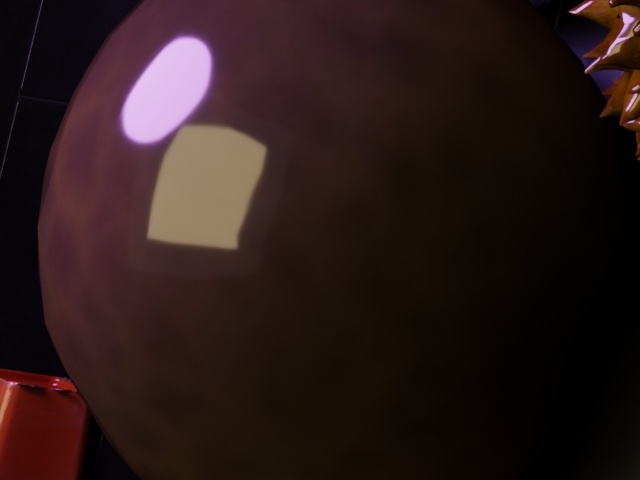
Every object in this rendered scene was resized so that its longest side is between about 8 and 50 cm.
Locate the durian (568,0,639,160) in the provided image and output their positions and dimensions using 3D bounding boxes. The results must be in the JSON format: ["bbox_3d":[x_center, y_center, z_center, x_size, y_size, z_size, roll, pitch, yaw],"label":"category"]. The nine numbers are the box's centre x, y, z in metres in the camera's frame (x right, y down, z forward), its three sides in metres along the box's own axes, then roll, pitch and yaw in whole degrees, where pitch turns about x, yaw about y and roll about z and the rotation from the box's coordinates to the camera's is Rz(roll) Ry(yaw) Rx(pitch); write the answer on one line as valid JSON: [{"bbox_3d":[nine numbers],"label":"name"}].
[{"bbox_3d":[0.272,-0.154,0.339,0.384,0.347,0.348,-40,52,20],"label":"durian"}]

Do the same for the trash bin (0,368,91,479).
[{"bbox_3d":[-0.351,0.275,1.054,0.184,0.161,0.239,10,84,49],"label":"trash bin"}]

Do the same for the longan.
[{"bbox_3d":[0.000,0.000,0.595,0.404,0.336,0.405,2,98,17],"label":"longan"}]
